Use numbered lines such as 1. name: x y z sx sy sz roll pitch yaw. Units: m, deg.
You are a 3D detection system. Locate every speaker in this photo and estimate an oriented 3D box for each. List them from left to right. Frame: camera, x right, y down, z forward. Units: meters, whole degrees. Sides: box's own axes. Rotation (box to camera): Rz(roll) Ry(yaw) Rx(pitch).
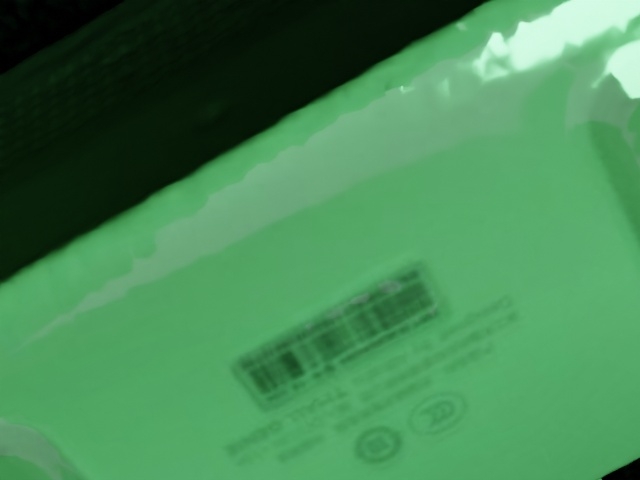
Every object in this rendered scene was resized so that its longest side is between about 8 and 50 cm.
1. speaker: 0.000 0.000 0.426 0.406 0.183 0.184 -29 125 8

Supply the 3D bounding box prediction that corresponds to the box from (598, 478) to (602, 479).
1. box: 0.215 0.268 0.712 0.095 0.168 0.212 -40 129 9
